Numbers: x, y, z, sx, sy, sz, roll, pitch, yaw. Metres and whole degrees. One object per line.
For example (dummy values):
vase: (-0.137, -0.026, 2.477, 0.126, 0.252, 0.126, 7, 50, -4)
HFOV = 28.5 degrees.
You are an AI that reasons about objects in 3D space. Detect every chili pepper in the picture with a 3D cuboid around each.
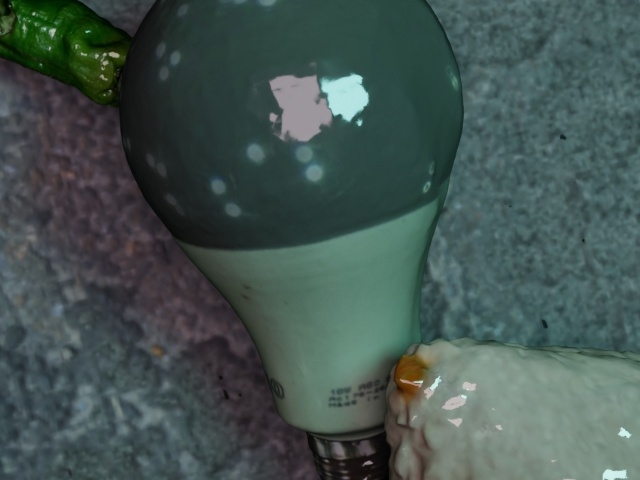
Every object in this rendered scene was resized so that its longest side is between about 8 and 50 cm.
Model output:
chili pepper: (-0.188, -0.122, 0.712, 0.182, 0.073, 0.050, 12, 113, -8)

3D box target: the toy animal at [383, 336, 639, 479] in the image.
toy animal: (0.161, 0.188, 0.669, 0.358, 0.188, 0.226, 38, 86, -10)

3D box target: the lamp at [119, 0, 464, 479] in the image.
lamp: (-0.006, -0.002, 0.666, 0.181, 0.182, 0.314, -8, 91, -2)
